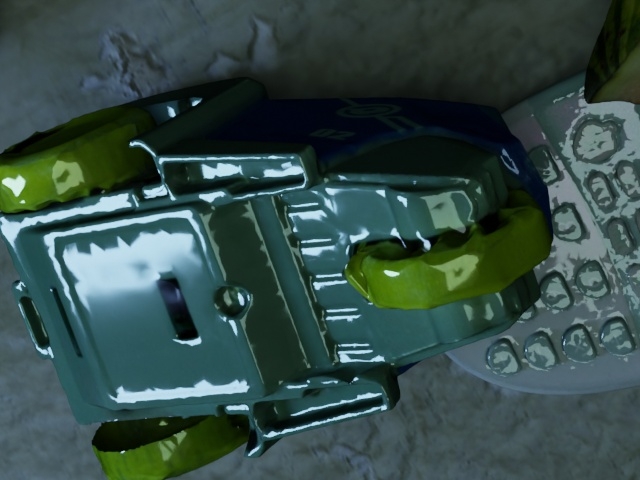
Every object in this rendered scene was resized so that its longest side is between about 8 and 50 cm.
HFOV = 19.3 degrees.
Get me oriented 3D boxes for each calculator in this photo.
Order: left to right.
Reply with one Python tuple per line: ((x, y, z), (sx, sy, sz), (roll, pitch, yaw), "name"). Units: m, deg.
((0.187, -0.015, 1.050), (0.295, 0.042, 0.184), (-22, 102, 16), "calculator")

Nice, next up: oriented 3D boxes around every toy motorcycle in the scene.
((0.000, 0.000, 0.985), (0.326, 0.200, 0.191), (-9, 107, 38), "toy motorcycle")

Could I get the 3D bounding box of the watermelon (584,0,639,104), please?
((0.285, -0.157, 0.951), (0.303, 0.128, 0.159), (-3, 144, -8), "watermelon")
